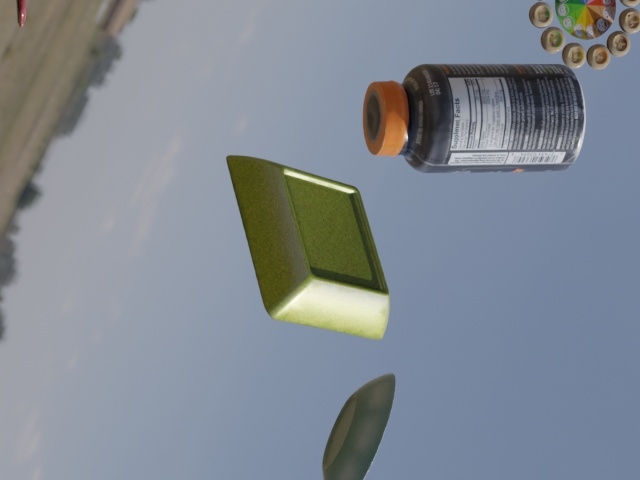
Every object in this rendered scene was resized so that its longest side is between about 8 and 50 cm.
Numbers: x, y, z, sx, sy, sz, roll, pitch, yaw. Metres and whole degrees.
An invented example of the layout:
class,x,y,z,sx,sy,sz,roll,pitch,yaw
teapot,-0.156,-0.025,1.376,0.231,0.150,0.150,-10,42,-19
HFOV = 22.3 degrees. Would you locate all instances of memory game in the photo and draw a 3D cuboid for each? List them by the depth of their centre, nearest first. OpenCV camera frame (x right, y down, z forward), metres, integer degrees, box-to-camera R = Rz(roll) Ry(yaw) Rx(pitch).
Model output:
class,x,y,z,sx,sy,sz,roll,pitch,yaw
memory game,0.376,-0.332,2.287,0.186,0.186,0.012,-66,-162,-9

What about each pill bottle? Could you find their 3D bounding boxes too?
class,x,y,z,sx,sy,sz,roll,pitch,yaw
pill bottle,0.176,-0.144,1.910,0.130,0.246,0.130,179,-90,-74

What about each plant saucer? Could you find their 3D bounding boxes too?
class,x,y,z,sx,sy,sz,roll,pitch,yaw
plant saucer,0.000,0.000,1.681,0.045,0.188,0.188,-31,-118,32
plant saucer,0.041,0.255,2.103,0.195,0.037,0.195,-157,-90,-81

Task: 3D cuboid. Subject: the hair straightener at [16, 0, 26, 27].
class,x,y,z,sx,sy,sz,roll,pitch,yaw
hair straightener,-0.436,-0.386,2.137,0.047,0.089,0.230,115,-28,-66
